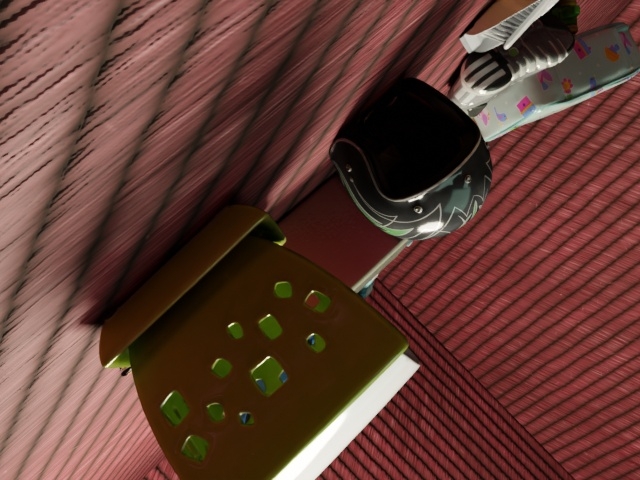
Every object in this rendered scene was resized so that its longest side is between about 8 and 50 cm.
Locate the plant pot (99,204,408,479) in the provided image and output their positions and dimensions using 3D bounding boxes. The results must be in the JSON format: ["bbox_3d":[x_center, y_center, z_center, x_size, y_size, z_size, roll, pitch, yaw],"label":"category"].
[{"bbox_3d":[-0.066,0.102,0.752,0.227,0.207,0.228,-44,174,-2],"label":"plant pot"}]

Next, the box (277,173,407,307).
[{"bbox_3d":[0.003,0.022,1.016,0.232,0.127,0.148,-42,172,-23],"label":"box"}]

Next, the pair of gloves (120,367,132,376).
[{"bbox_3d":[-0.208,0.131,0.923,0.074,0.010,0.083,-40,170,-20],"label":"pair of gloves"}]

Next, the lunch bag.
[{"bbox_3d":[0.402,-0.278,1.376,0.279,0.107,0.224,-24,-178,-21],"label":"lunch bag"}]

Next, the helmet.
[{"bbox_3d":[0.107,-0.079,0.864,0.169,0.161,0.169,-44,173,-7],"label":"helmet"}]

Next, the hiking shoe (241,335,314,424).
[{"bbox_3d":[-0.042,0.154,1.187,0.304,0.132,0.113,-47,174,-6],"label":"hiking shoe"}]

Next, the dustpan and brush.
[{"bbox_3d":[0.271,-0.296,0.946,0.211,0.060,0.147,-46,173,15],"label":"dustpan and brush"}]

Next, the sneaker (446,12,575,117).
[{"bbox_3d":[0.263,-0.251,1.148,0.229,0.086,0.132,-29,171,-29],"label":"sneaker"}]

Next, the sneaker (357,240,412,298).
[{"bbox_3d":[0.116,0.003,1.594,0.208,0.127,0.319,-48,180,-9],"label":"sneaker"}]

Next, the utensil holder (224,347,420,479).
[{"bbox_3d":[-0.030,0.290,1.617,0.385,0.327,0.327,-46,173,3],"label":"utensil holder"}]

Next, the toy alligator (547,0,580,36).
[{"bbox_3d":[0.420,-0.382,1.372,0.051,0.056,0.190,-3,-177,12],"label":"toy alligator"}]
